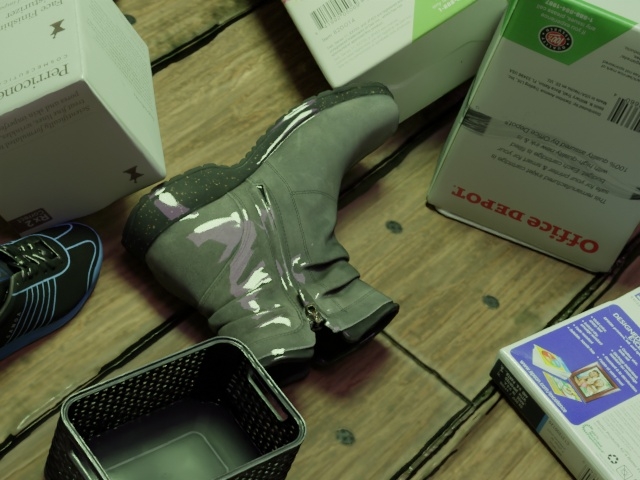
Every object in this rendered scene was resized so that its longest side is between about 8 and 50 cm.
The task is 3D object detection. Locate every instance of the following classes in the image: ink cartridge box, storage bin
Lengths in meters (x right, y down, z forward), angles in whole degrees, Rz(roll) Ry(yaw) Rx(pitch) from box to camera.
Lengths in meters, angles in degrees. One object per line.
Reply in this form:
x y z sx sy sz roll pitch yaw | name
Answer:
0.298 0.156 1.440 0.208 0.045 0.206 -20 58 -34 | ink cartridge box
0.049 -0.311 1.663 0.207 0.119 0.353 -32 57 7 | ink cartridge box
0.255 -0.133 1.527 0.211 0.289 0.121 22 41 -1 | ink cartridge box
-0.117 0.169 1.232 0.180 0.084 0.122 -20 58 -36 | storage bin

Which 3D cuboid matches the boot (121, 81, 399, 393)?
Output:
0.000 0.000 1.438 0.338 0.118 0.223 -34 70 -29 | boot

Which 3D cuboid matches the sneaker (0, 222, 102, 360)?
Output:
-0.261 0.039 1.292 0.081 0.090 0.232 34 45 11 | sneaker

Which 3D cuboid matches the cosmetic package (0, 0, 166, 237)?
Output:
-0.247 -0.133 1.380 0.151 0.151 0.183 -23 48 11 | cosmetic package
